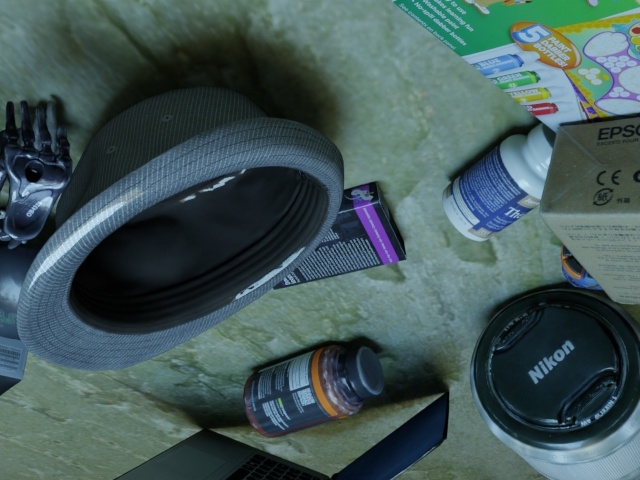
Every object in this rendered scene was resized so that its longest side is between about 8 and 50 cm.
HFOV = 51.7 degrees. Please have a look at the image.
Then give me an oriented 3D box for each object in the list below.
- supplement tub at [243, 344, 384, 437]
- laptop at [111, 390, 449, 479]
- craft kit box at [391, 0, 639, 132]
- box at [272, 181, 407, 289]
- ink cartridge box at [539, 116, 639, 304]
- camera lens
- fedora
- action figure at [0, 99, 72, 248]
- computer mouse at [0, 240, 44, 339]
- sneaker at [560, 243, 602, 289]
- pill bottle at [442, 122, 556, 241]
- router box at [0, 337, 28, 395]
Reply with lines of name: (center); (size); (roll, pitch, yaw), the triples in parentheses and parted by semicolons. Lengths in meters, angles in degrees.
supplement tub: (-0.008, 0.215, 0.960); (0.198, 0.106, 0.106); (-23, 142, 27)
laptop: (-0.036, 0.301, 1.011); (0.408, 0.236, 0.382); (17, 179, 12)
craft kit box: (0.218, -0.143, 0.411); (0.250, 0.060, 0.247); (24, 160, -35)
box: (0.000, 0.000, 0.709); (0.162, 0.029, 0.116); (-15, 144, 13)
ink cartridge box: (0.317, -0.015, 0.497); (0.235, 0.088, 0.193); (1, 156, 42)
camera lens: (0.338, 0.205, 0.881); (0.220, 0.219, 0.274); (-20, 143, 22)
fedora: (-0.120, -0.024, 0.537); (0.275, 0.124, 0.244); (-36, 153, 7)
action figure: (-0.274, -0.059, 0.501); (0.164, 0.140, 0.276); (11, 171, -35)
computer mouse: (-0.276, 0.077, 0.710); (0.189, 0.072, 0.272); (-10, 157, 14)
sneaker: (0.377, 0.014, 0.743); (0.221, 0.083, 0.087); (-2, 160, 6)
pill bottle: (0.176, -0.055, 0.610); (0.067, 0.067, 0.120); (18, 141, -29)
router box: (-0.559, 0.141, 0.809); (0.309, 0.081, 0.243); (26, 135, -37)
